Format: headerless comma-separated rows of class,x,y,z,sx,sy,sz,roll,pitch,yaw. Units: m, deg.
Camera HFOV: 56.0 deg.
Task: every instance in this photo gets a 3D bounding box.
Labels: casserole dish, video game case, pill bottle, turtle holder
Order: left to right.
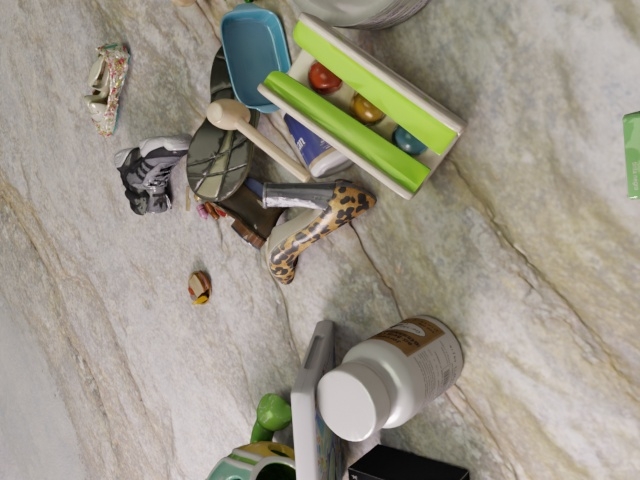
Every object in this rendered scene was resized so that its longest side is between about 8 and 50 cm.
casserole dish,-0.112,-0.311,1.042,0.037,0.114,0.188,-2,102,65
turtle holder,-0.093,0.482,1.141,0.243,0.320,0.227,35,139,5
pill bottle,-0.007,-0.195,0.985,0.094,0.094,0.169,-35,77,40
video game case,0.001,0.336,1.000,0.036,0.300,0.328,-1,102,7
pill bottle,0.104,0.204,0.901,0.131,0.229,0.131,11,107,38

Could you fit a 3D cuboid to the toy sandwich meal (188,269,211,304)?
toy sandwich meal,-0.272,0.106,1.329,0.086,0.029,0.085,11,108,38

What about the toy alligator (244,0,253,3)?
toy alligator,-0.096,-0.458,1.027,0.051,0.056,0.190,38,135,-26

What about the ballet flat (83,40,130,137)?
ballet flat,-0.500,-0.344,1.378,0.091,0.077,0.240,40,124,25

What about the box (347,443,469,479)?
box,0.156,0.504,1.020,0.185,0.103,0.260,2,103,37

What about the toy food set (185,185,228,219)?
toy food set,-0.228,-0.077,1.255,0.122,0.019,0.077,16,110,28

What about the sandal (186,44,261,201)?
sandal,-0.159,-0.216,1.114,0.120,0.086,0.302,16,92,12

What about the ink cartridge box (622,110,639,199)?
ink cartridge box,0.436,-0.101,0.590,0.220,0.160,0.092,0,102,41

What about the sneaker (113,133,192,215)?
sneaker,-0.343,-0.137,1.286,0.269,0.101,0.152,-7,97,47

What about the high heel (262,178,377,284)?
high heel,0.000,0.000,1.056,0.187,0.093,0.261,1,138,2

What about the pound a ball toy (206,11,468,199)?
pound a ball toy,0.023,-0.177,0.884,0.319,0.136,0.208,37,111,6

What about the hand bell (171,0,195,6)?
hand bell,-0.165,-0.507,1.054,0.242,0.126,0.126,-7,97,29

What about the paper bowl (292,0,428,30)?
paper bowl,0.043,-0.448,0.846,0.285,0.148,0.283,10,107,37

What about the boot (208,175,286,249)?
boot,-0.149,-0.087,1.159,0.106,0.082,0.219,-49,61,6
